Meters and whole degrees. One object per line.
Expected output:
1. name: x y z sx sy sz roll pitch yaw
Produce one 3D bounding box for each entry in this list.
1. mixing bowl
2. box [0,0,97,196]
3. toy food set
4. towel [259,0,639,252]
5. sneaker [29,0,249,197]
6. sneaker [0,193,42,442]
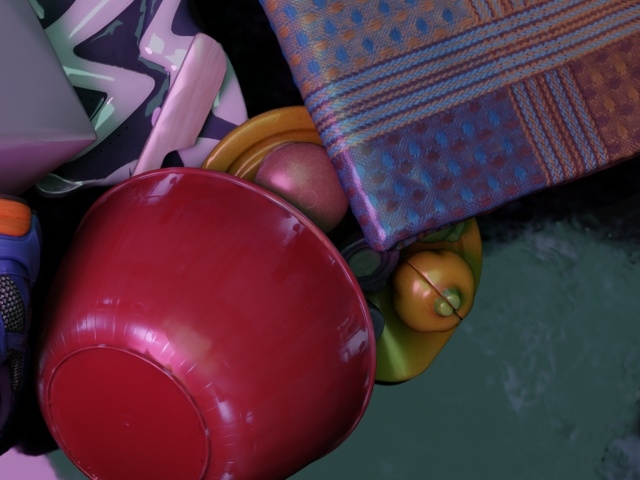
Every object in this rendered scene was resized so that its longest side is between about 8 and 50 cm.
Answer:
1. mixing bowl: -0.073 0.065 0.631 0.181 0.181 0.098 38 35 3
2. box: -0.302 -0.143 0.622 0.215 0.168 0.345 -31 82 25
3. toy food set: 0.000 0.000 0.679 0.217 0.071 0.128 31 97 -19
4. towel: 0.074 -0.204 0.683 0.271 0.040 0.370 -20 81 -14
5. sneaker: -0.151 -0.130 0.711 0.153 0.094 0.235 -22 92 -17
6. sneaker: -0.180 0.064 0.613 0.083 0.221 0.087 4 58 -11
